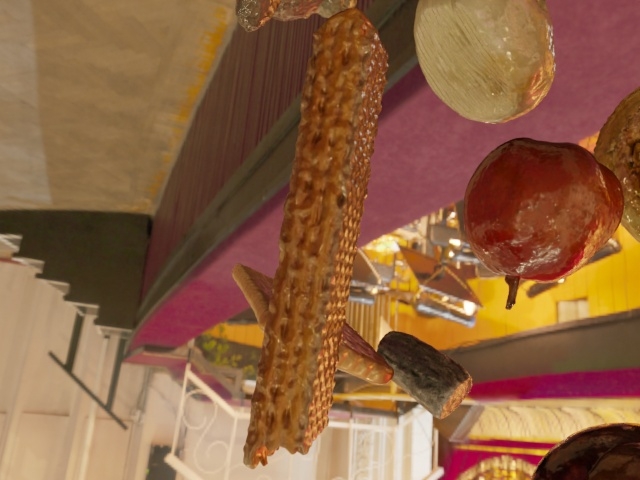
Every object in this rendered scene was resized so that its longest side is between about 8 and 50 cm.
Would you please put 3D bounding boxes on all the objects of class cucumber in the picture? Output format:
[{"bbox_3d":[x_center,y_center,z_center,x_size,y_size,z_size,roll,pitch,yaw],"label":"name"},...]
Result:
[{"bbox_3d":[0.113,0.147,0.660,0.112,0.064,0.064,33,-178,39],"label":"cucumber"}]

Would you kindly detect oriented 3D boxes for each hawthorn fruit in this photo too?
[{"bbox_3d":[0.275,-0.017,0.757,0.197,0.225,0.196,21,170,4],"label":"hawthorn fruit"}]

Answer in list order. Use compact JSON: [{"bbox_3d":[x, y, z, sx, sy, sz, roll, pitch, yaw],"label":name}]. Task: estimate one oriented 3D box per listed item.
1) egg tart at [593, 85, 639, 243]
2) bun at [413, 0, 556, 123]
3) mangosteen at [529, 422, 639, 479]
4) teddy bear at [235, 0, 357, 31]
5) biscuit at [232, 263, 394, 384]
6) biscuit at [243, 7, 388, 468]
[{"bbox_3d":[0.561,-0.113,0.887,0.291,0.290,0.115,1,-176,10],"label":"egg tart"},{"bbox_3d":[0.373,-0.444,1.293,0.219,0.365,0.365,-37,165,-11],"label":"bun"},{"bbox_3d":[0.204,0.178,0.325,0.156,0.146,0.181,47,153,9],"label":"mangosteen"},{"bbox_3d":[-0.018,-0.342,0.681,0.151,0.236,0.267,45,174,0],"label":"teddy bear"},{"bbox_3d":[-0.022,0.092,0.687,0.160,0.030,0.250,28,-179,-19],"label":"biscuit"},{"bbox_3d":[0.000,0.000,0.497,0.054,0.378,0.094,9,177,14],"label":"biscuit"}]
